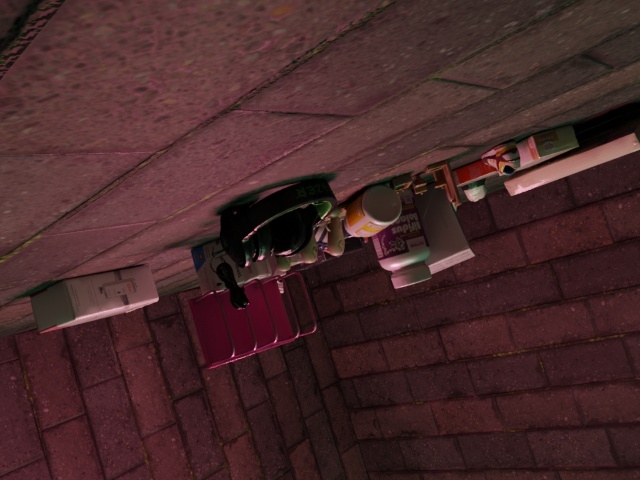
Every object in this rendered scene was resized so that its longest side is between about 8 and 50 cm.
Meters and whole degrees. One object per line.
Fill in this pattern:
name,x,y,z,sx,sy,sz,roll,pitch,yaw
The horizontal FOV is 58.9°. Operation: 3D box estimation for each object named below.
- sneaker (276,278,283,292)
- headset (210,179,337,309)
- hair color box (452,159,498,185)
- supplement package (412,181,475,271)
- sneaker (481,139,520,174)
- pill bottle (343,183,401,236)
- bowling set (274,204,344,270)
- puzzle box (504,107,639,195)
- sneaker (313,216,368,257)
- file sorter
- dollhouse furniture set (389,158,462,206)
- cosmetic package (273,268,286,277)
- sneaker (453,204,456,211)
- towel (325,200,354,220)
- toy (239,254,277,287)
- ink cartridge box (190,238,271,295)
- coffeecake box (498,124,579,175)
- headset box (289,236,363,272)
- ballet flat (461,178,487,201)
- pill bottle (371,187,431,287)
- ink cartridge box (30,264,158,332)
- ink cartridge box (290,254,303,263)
sneaker,-0.206,0.150,2.158,0.170,0.075,0.063,18,169,-38
headset,-0.117,0.009,1.298,0.394,0.185,0.243,-35,165,38
hair color box,0.472,-0.210,1.773,0.167,0.053,0.093,-21,176,31
supplement package,0.380,-0.035,1.959,0.204,0.262,0.145,-25,160,16
sneaker,0.505,-0.217,1.589,0.069,0.084,0.185,-17,176,0
pill bottle,0.141,-0.076,1.633,0.117,0.117,0.208,-16,171,-20
bowling set,-0.083,-0.017,1.671,0.200,0.154,0.287,4,-167,42
puzzle box,0.783,-0.271,1.706,0.409,0.052,0.272,-23,-168,49
sneaker,0.000,0.000,1.944,0.350,0.148,0.131,-17,176,0
file sorter,-0.184,0.215,1.614,0.290,0.202,0.182,-12,170,-36
dollhouse furniture set,0.286,-0.129,1.564,0.151,0.123,0.144,-17,176,1
cosmetic package,-0.247,0.084,2.022,0.183,0.151,0.151,-17,176,-24
sneaker,0.384,-0.150,2.102,0.256,0.094,0.151,0,130,-5
towel,0.077,-0.099,1.792,0.110,0.027,0.148,-16,174,-33
toy,-0.220,0.103,1.856,0.237,0.137,0.056,-69,-179,-52
ink cartridge box,-0.265,0.064,1.686,0.203,0.148,0.086,-20,172,21
coffeecake box,0.613,-0.256,1.626,0.142,0.068,0.185,-17,176,-19
headset box,0.014,0.030,2.549,0.246,0.131,0.283,-14,174,-43
ballet flat,0.566,-0.194,2.080,0.095,0.096,0.280,-18,176,16
pill bottle,0.253,-0.007,1.821,0.169,0.301,0.169,-17,176,-1
ink cartridge box,-0.656,0.169,1.662,0.207,0.117,0.283,-20,174,35
ink cartridge box,-0.229,0.076,2.241,0.273,0.115,0.198,-19,175,16
